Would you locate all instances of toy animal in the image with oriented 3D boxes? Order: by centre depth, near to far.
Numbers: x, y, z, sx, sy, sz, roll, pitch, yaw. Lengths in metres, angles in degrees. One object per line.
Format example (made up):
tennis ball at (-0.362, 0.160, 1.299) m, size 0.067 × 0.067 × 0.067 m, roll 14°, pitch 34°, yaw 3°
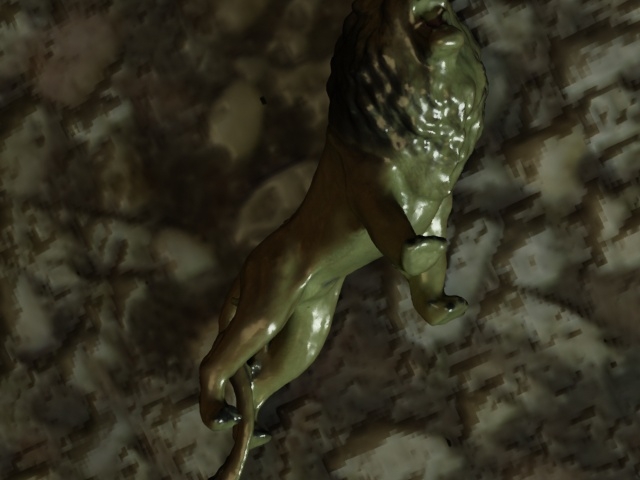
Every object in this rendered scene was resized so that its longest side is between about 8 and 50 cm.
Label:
toy animal at (0.010, 0.012, 0.626) m, size 0.086 × 0.069 × 0.219 m, roll 38°, pitch 107°, yaw 33°
